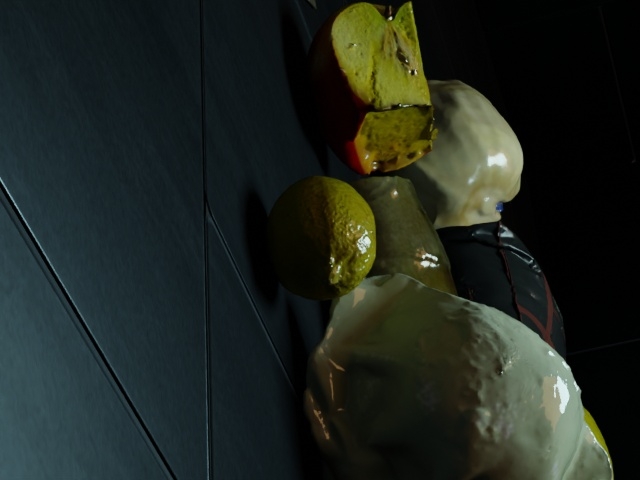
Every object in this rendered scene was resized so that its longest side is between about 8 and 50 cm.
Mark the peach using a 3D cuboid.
[{"bbox_3d":[0.045,-0.135,1.716,0.151,0.118,0.151,19,58,-33],"label":"peach"}]

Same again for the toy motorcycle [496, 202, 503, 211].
[{"bbox_3d":[0.177,0.034,2.255,0.076,0.114,0.205,-30,108,-79],"label":"toy motorcycle"}]

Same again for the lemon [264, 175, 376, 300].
[{"bbox_3d":[0.000,0.000,1.386,0.111,0.082,0.082,-84,159,-62],"label":"lemon"}]

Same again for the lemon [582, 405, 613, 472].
[{"bbox_3d":[0.242,0.253,2.215,0.170,0.170,0.207,42,29,-74],"label":"lemon"}]

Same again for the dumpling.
[{"bbox_3d":[0.094,0.142,1.425,0.193,0.258,0.147,-55,-175,-24],"label":"dumpling"}]

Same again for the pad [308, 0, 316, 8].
[{"bbox_3d":[-0.040,-0.339,1.817,0.158,0.003,0.235,37,41,-75],"label":"pad"}]

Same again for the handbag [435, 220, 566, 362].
[{"bbox_3d":[0.166,0.104,1.978,0.215,0.155,0.169,68,15,-48],"label":"handbag"}]

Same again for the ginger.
[{"bbox_3d":[0.064,0.070,1.594,0.109,0.116,0.263,123,-42,-58],"label":"ginger"}]

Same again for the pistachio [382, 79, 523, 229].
[{"bbox_3d":[0.127,-0.087,2.082,0.229,0.157,0.157,-111,-178,-58],"label":"pistachio"}]
